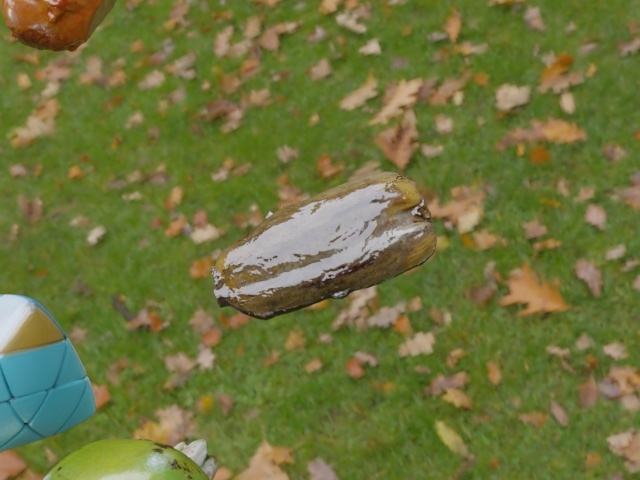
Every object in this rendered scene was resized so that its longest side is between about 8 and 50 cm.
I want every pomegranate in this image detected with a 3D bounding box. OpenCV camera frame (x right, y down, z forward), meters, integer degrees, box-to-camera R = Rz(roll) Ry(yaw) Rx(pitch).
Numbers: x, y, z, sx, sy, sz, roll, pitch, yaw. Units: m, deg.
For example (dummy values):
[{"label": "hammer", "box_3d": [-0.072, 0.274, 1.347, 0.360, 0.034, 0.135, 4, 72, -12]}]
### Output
[{"label": "pomegranate", "box_3d": [-0.154, 0.238, 1.022, 0.180, 0.180, 0.209, -3, 26, 25]}]

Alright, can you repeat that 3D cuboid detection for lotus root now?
[{"label": "lotus root", "box_3d": [-0.001, 0.000, 1.670, 0.329, 0.078, 0.167, -23, 69, -5]}]

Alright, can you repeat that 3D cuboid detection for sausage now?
[{"label": "sausage", "box_3d": [-0.388, -0.384, 1.823, 0.141, 0.153, 0.268, 25, 30, -7]}]

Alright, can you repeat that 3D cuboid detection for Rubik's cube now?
[{"label": "Rubik's cube", "box_3d": [-0.390, 0.174, 1.618, 0.254, 0.254, 0.254, -15, 39, 13]}]
